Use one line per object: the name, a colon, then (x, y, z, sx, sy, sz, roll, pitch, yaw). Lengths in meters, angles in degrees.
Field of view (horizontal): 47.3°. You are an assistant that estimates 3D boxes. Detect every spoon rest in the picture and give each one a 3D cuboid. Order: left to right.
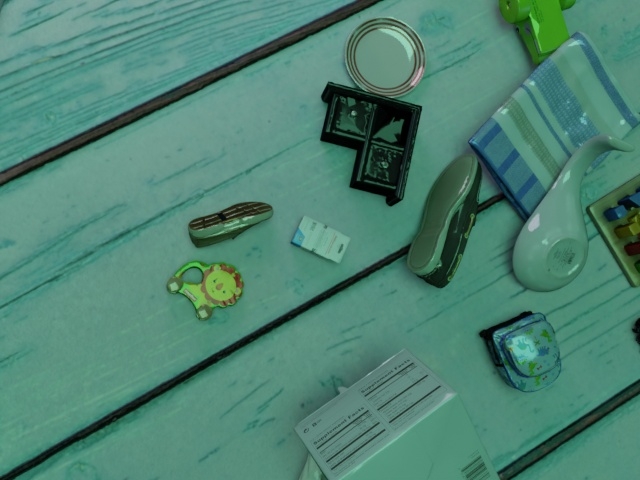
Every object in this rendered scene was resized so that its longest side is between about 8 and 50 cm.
spoon rest: (0.405, -0.042, 1.189, 0.137, 0.084, 0.276, 19, 105, -21)

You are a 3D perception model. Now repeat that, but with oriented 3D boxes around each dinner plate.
dinner plate: (0.108, -0.304, 1.219, 0.141, 0.017, 0.141, 1, 85, -9)

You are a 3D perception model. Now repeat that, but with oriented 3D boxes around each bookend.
bookend: (0.065, -0.153, 1.168, 0.157, 0.072, 0.156, 14, 82, -7)

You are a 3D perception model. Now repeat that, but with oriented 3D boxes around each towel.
towel: (0.396, -0.183, 1.215, 0.285, 0.034, 0.209, -44, 110, -10)

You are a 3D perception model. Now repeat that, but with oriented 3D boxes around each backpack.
backpack: (0.329, 0.182, 1.168, 0.105, 0.084, 0.114, -21, 90, -8)

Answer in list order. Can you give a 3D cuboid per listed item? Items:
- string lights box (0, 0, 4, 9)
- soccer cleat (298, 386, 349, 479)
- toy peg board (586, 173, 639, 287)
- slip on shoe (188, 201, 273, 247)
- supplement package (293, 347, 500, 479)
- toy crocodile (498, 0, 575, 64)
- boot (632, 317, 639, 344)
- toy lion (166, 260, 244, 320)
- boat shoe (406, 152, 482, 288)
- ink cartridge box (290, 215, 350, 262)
string lights box: (-0.619, -0.371, 1.078, 0.260, 0.077, 0.133, 17, 82, -7)
soccer cleat: (0.012, 0.317, 1.119, 0.076, 0.068, 0.196, 33, 93, 39)
toy peg board: (0.568, -0.030, 1.232, 0.161, 0.079, 0.160, -30, 90, -11)
slip on shoe: (-0.138, -0.023, 1.139, 0.135, 0.051, 0.041, -19, 127, -18)
supplement package: (0.123, 0.329, 1.039, 0.204, 0.145, 0.262, -34, 117, -11)
toy crocodile: (0.334, -0.463, 1.238, 0.115, 0.105, 0.340, -23, 93, -11)
boot: (0.594, 0.165, 1.235, 0.121, 0.045, 0.099, -18, 84, -10)
toy lion: (-0.172, 0.069, 1.129, 0.100, 0.034, 0.096, 43, 72, -2)
boat shoe: (0.211, -0.033, 1.179, 0.069, 0.081, 0.227, 36, 70, -29)
ink cartridge box: (0.000, 0.000, 1.162, 0.083, 0.028, 0.048, 26, 81, -5)
